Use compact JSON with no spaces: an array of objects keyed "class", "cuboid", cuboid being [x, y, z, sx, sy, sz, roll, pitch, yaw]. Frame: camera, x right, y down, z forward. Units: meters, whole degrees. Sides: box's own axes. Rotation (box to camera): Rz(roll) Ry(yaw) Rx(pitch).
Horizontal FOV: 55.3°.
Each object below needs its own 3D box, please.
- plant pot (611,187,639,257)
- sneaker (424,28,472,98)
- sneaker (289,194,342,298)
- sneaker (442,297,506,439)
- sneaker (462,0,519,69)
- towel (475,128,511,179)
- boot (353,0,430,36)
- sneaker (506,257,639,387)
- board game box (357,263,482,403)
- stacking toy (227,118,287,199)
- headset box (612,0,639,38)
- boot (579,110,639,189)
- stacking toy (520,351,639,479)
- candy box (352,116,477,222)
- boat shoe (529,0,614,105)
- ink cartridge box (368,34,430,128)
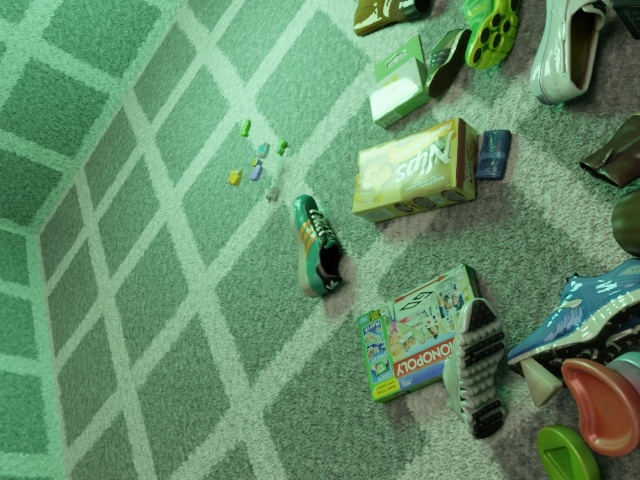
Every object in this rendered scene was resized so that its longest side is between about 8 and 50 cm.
[{"class":"plant pot","cuboid":[0.581,-0.034,1.007,0.165,0.166,0.167,119,170,-86]},{"class":"sneaker","cuboid":[0.315,-0.460,1.580,0.192,0.064,0.086,-59,36,6]},{"class":"sneaker","cuboid":[0.000,0.000,1.675,0.121,0.108,0.302,-26,63,36]},{"class":"sneaker","cuboid":[0.285,0.241,1.187,0.118,0.110,0.292,-145,46,-59]},{"class":"sneaker","cuboid":[0.410,-0.542,1.496,0.123,0.109,0.296,-2,66,57]},{"class":"towel","cuboid":[0.395,-0.197,1.399,0.067,0.029,0.120,4,75,46]},{"class":"boot","cuboid":[0.227,-0.749,1.803,0.280,0.096,0.264,6,85,55]},{"class":"sneaker","cuboid":[0.477,0.150,1.111,0.330,0.129,0.147,-43,23,34]},{"class":"board game box","cuboid":[0.230,0.215,1.378,0.317,0.046,0.214,-33,51,32]},{"class":"stacking toy","cuboid":[-0.191,-0.250,1.932,0.052,0.167,0.221,0,73,46]},{"class":"headset box","cuboid":[0.718,-0.509,1.123,0.283,0.131,0.246,22,89,49]},{"class":"boot","cuboid":[0.610,-0.149,1.071,0.207,0.090,0.248,-38,31,1]},{"class":"stacking toy","cuboid":[0.478,0.313,0.988,0.279,0.130,0.309,-172,67,-73]},{"class":"candy box","cuboid":[0.228,-0.166,1.515,0.316,0.087,0.183,-12,64,43]},{"class":"boat shoe","cuboid":[0.546,-0.468,1.256,0.156,0.135,0.367,8,81,66]},{"class":"ink cartridge box","cuboid":[0.210,-0.449,1.688,0.171,0.056,0.235,-29,56,36]}]
